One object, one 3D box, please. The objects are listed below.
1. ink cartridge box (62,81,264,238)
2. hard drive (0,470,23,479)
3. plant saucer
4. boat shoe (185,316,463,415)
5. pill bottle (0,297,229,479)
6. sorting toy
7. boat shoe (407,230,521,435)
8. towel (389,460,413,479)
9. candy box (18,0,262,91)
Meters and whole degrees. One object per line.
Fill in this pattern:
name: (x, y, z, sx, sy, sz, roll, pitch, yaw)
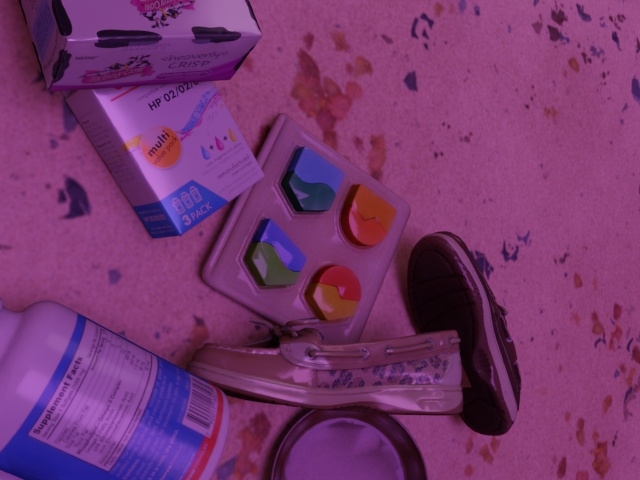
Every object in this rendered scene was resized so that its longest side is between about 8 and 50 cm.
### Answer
ink cartridge box: (-0.142, -0.105, 0.623, 0.104, 0.061, 0.181, -40, 111, -31)
hard drive: (-0.219, 0.260, 0.519, 0.307, 0.040, 0.203, 29, 40, -32)
plant saucer: (0.028, 0.249, 0.729, 0.168, 0.029, 0.168, 6, 68, -16)
boat shoe: (0.010, 0.118, 0.695, 0.285, 0.104, 0.089, 10, 78, -26)
pill bottle: (-0.191, 0.122, 0.541, 0.221, 0.124, 0.124, 33, 70, -21)
sorting toy: (0.000, 0.000, 0.738, 0.208, 0.038, 0.193, 34, 70, -31)
boat shoe: (0.175, 0.098, 0.841, 0.095, 0.095, 0.257, -38, 117, -45)
towel: (0.075, 0.422, 0.762, 0.227, 0.076, 0.308, 47, 64, -26)
candy box: (-0.162, -0.238, 0.563, 0.159, 0.071, 0.233, -12, 75, -35)
